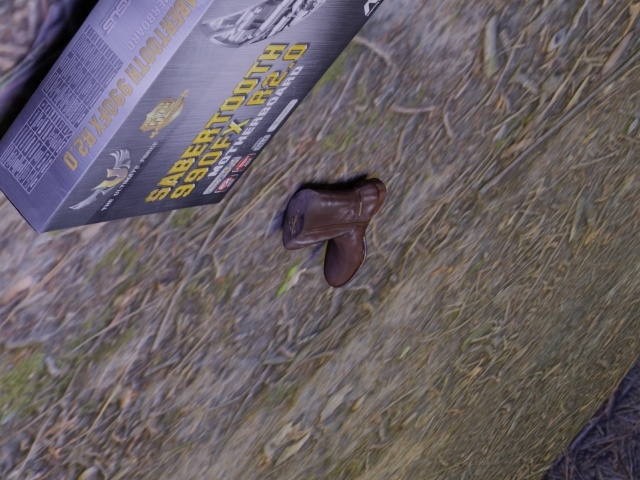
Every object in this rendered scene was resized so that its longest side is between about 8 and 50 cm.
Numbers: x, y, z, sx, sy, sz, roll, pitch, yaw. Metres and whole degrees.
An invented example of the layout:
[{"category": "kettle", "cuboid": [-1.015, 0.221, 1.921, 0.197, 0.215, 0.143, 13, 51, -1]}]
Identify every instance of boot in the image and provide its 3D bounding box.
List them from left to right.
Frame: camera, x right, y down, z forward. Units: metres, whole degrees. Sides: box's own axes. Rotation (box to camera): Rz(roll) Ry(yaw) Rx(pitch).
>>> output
[{"category": "boot", "cuboid": [0.000, 0.000, 1.235, 0.114, 0.037, 0.106, -18, 132, -57]}]

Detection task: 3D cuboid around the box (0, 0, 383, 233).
[{"category": "box", "cuboid": [-0.057, -0.109, 0.861, 0.231, 0.056, 0.183, -49, 164, 24]}]
